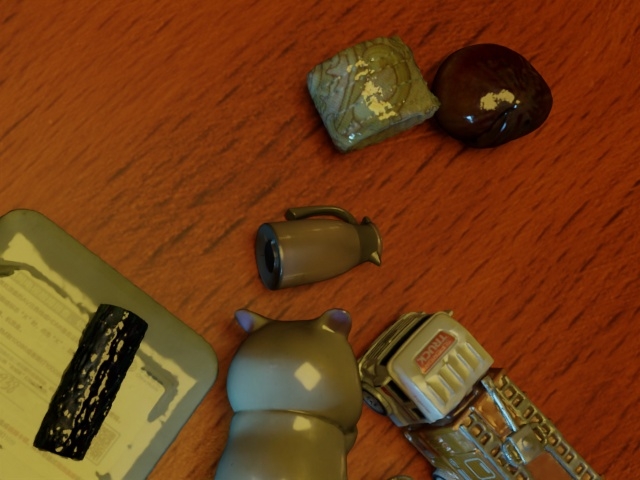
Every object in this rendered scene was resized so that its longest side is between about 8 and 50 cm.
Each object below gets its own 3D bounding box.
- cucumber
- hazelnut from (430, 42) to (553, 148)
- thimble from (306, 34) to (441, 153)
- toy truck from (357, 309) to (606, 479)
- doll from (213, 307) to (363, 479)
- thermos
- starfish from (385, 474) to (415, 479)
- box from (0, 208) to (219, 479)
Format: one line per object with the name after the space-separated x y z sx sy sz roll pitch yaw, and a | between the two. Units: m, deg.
-0.308 0.193 1.516 0.078 0.062 0.211 27 71 -14 | cucumber
0.289 -0.239 1.854 0.204 0.178 0.178 18 74 -26 | hazelnut
0.085 -0.237 1.795 0.190 0.137 0.143 -23 84 -5 | thimble
0.243 0.283 1.717 0.387 0.207 0.173 47 70 -5 | toy truck
-0.047 0.296 1.619 0.226 0.215 0.370 43 52 -50 | doll
0.000 0.000 1.756 0.193 0.105 0.137 -9 51 -23 | thermos
0.099 0.455 1.702 0.146 0.074 0.190 -25 119 -46 | starfish
-0.394 0.206 1.576 0.396 0.111 0.396 40 70 -8 | box
